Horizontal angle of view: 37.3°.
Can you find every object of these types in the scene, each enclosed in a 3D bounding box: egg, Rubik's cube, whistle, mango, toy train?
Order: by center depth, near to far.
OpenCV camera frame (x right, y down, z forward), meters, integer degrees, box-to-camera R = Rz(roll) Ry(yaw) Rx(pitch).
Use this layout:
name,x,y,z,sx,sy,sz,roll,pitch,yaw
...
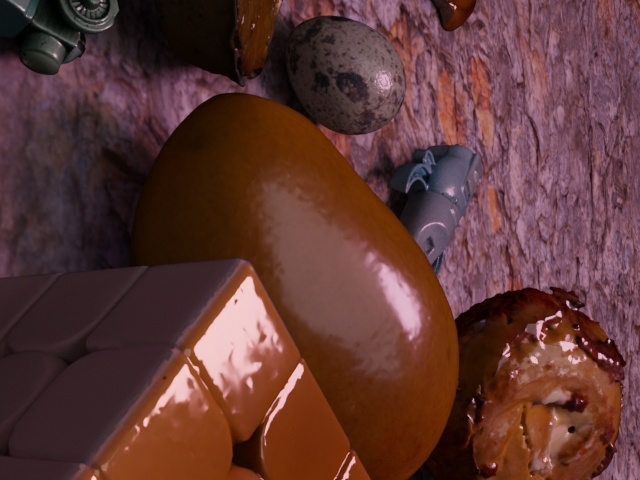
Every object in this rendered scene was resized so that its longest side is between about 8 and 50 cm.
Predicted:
name,x,y,z,sx,sy,sz,roll,pitch,yaw
Rubik's cube,-0.163,0.215,0.697,0.291,0.290,0.292,-55,129,-43
toy train,-0.242,-0.272,0.837,0.159,0.101,0.248,29,60,-31
mango,-0.024,0.067,0.948,0.300,0.232,0.446,-34,116,-20
egg,0.029,-0.205,1.162,0.172,0.132,0.132,37,56,-34
whistle,0.165,-0.051,1.358,0.274,0.093,0.186,-61,143,-41

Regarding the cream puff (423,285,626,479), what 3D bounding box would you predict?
name,x,y,z,sx,sy,sz,roll,pitch,yaw
cream puff,0.276,0.222,1.351,0.350,0.228,0.351,-7,107,-21

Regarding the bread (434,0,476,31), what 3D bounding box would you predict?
name,x,y,z,sx,sy,sz,roll,pitch,yaw
bread,0.217,-0.412,1.532,0.126,0.044,0.129,49,52,-38

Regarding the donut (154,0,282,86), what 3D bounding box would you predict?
name,x,y,z,sx,sy,sz,roll,pitch,yaw
donut,-0.095,-0.292,0.964,0.272,0.107,0.272,13,90,-84
